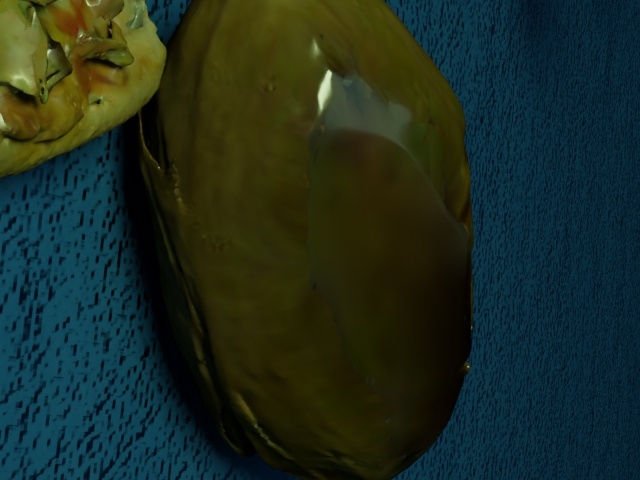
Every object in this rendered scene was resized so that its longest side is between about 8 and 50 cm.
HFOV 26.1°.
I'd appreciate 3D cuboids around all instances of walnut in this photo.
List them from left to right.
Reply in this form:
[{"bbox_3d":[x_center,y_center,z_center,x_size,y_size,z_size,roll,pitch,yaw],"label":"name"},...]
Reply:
[{"bbox_3d":[0.000,0.000,0.541,0.137,0.137,0.245,-55,138,-46],"label":"walnut"}]

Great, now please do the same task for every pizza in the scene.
[{"bbox_3d":[-0.092,-0.126,0.424,0.147,0.069,0.226,4,88,-60],"label":"pizza"}]
